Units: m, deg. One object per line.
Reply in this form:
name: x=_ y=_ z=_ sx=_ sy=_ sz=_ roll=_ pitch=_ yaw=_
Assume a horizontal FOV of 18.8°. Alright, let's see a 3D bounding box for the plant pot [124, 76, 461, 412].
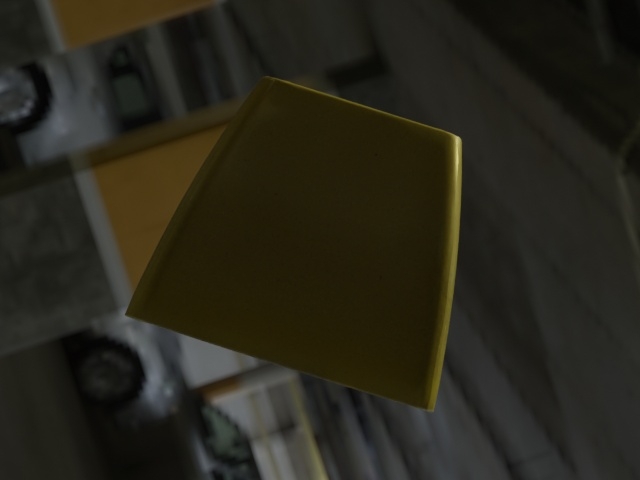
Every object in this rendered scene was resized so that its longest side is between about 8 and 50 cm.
plant pot: x=0.000 y=0.000 z=1.365 sx=0.212 sy=0.212 sz=0.187 roll=84 pitch=23 yaw=-86
